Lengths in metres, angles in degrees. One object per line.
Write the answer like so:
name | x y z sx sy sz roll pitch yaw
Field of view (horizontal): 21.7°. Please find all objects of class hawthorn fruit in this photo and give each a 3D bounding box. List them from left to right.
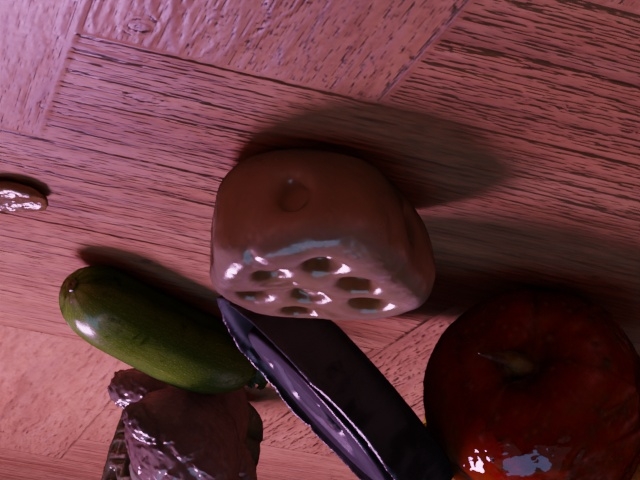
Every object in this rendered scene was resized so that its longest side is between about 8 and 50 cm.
hawthorn fruit | 0.235 0.174 1.774 0.258 0.258 0.262 11 138 -9

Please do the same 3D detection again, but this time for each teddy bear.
teddy bear | -0.168 0.242 2.130 0.236 0.267 0.151 38 113 -13

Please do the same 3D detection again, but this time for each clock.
clock | 0.015 0.166 1.808 0.325 0.067 0.325 46 170 11

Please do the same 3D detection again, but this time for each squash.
squash | -0.179 0.118 1.989 0.101 0.101 0.379 -4 160 33

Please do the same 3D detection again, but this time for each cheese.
cheese | 0.000 0.000 1.519 0.218 0.117 0.235 15 160 -25

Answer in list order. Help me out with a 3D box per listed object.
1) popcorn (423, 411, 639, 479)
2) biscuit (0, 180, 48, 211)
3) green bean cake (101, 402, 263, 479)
popcorn | 0.262 0.269 1.980 0.265 0.332 0.225 -20 133 -4
biscuit | -0.343 -0.045 1.682 0.147 0.018 0.071 2 162 19
green bean cake | -0.201 0.323 2.443 0.227 0.222 0.125 -3 149 34
